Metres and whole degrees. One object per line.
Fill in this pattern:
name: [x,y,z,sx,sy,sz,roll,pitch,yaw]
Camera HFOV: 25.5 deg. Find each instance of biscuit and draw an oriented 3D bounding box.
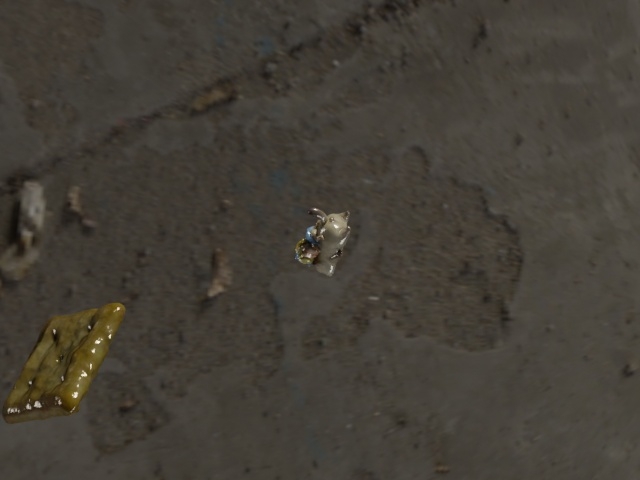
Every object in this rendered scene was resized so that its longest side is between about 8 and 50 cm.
biscuit: [-0.166,0.079,0.909,0.081,0.018,0.083,-12,45,45]

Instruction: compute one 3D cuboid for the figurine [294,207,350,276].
figurine: [0.000,0.000,1.557,0.050,0.047,0.083,15,123,-8]
